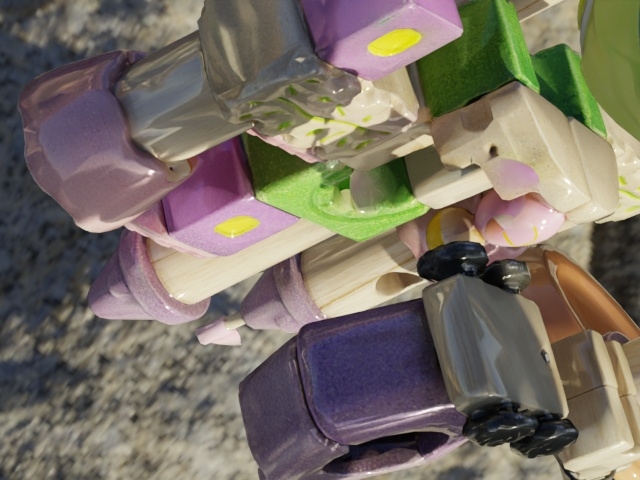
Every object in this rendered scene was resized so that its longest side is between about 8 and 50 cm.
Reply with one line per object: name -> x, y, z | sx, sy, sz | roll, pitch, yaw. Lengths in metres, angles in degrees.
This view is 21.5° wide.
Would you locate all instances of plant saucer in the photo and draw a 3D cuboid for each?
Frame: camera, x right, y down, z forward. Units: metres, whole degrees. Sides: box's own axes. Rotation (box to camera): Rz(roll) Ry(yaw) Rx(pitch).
plant saucer -> 0.168, 0.074, 1.000 | 0.200, 0.037, 0.200 | 46, 17, -18

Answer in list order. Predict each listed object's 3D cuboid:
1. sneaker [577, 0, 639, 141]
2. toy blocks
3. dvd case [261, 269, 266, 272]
sneaker -> 0.173, -0.026, 0.355 | 0.240, 0.126, 0.091 | 9, 93, 6
toy blocks -> -0.011, -0.008, 0.709 | 0.288, 0.260, 0.309 | 22, 48, -55
dvd case -> 0.000, 0.000, 1.416 | 0.087, 0.119, 0.013 | -54, 133, -62
